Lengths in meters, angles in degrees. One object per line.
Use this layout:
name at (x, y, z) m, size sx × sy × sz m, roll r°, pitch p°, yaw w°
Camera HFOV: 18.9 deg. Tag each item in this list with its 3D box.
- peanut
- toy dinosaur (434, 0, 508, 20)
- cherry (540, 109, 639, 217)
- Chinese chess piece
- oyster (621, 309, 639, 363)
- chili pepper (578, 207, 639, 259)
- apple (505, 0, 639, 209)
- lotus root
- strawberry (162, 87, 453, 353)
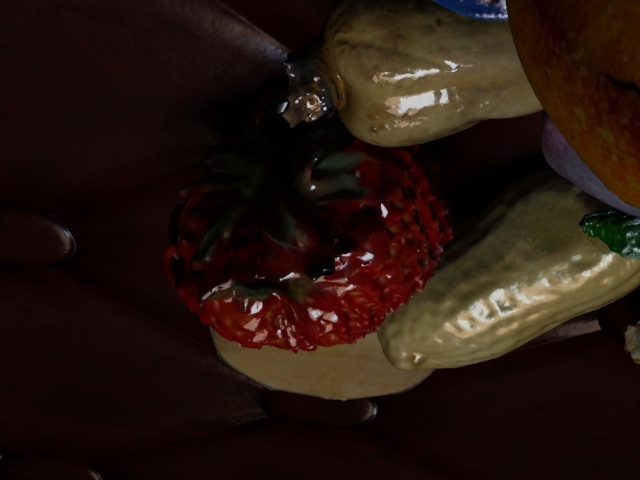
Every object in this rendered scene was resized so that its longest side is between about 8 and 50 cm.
peanut at (0.188, 0.022, 1.810) m, size 0.319 × 0.147 × 0.147 m, roll -30°, pitch 138°, yaw 25°
toy dinosaur at (0.141, -0.214, 1.438) m, size 0.329 × 0.144 × 0.076 m, roll 12°, pitch 158°, yaw 17°
cherry at (0.272, -0.091, 1.616) m, size 0.176 × 0.140 × 0.176 m, roll 26°, pitch 171°, yaw 4°
Chinese chess piece at (0.010, 0.074, 2.012) m, size 0.257 × 0.104 × 0.257 m, roll 5°, pitch 153°, yaw 2°
oyster at (0.421, 0.096, 1.996) m, size 0.204 × 0.111 × 0.396 m, roll 20°, pitch 155°, yaw 12°
chili pepper at (0.338, -0.015, 1.671) m, size 0.227 × 0.088 × 0.059 m, roll 1°, pitch 137°, yaw 14°
apple at (0.290, -0.184, 1.192) m, size 0.374 × 0.384 × 0.374 m, roll 35°, pitch -178°, yaw -1°
lotus root at (0.094, -0.148, 1.546) m, size 0.257 × 0.140 × 0.154 m, roll -4°, pitch 138°, yaw -1°
strawberry at (0.002, -0.004, 1.741) m, size 0.261 × 0.261 × 0.257 m, roll -11°, pitch 140°, yaw 30°
